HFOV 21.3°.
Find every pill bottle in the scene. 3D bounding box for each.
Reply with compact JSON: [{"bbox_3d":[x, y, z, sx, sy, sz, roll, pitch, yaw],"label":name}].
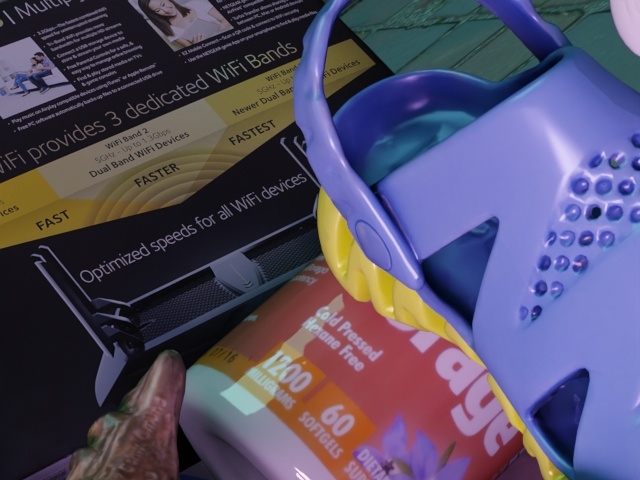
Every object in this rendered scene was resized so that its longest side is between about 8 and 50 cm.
[{"bbox_3d":[0.052,0.039,0.727,0.216,0.121,0.121,-42,12,-19],"label":"pill bottle"}]

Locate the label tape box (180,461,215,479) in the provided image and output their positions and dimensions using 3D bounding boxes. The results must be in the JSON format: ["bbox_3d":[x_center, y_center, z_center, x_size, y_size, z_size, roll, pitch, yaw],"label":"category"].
[{"bbox_3d":[0.000,0.000,1.063,0.348,0.115,0.249,-43,13,-21],"label":"label tape box"}]

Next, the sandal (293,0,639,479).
[{"bbox_3d":[0.086,-0.002,0.555,0.126,0.138,0.317,-40,42,-18],"label":"sandal"}]

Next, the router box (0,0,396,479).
[{"bbox_3d":[-0.093,-0.015,0.835,0.309,0.243,0.081,-26,-28,-31],"label":"router box"}]

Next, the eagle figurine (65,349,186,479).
[{"bbox_3d":[-0.112,0.178,0.627,0.226,0.225,0.298,0,-44,-27],"label":"eagle figurine"}]

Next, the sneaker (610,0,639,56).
[{"bbox_3d":[0.229,-0.086,0.608,0.305,0.114,0.152,-10,-6,-21],"label":"sneaker"}]
